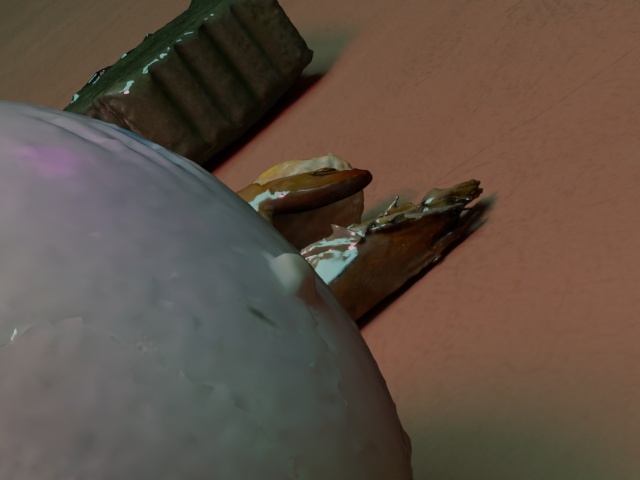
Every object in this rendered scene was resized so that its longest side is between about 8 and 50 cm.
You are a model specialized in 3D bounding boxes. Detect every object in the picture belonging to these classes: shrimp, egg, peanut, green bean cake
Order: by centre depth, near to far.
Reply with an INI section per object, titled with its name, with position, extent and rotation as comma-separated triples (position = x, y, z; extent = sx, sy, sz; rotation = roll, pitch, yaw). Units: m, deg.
[egg]
position = -0.114, 0.119, 0.767
extent = 0.340, 0.354, 0.354
rotation = 14, 47, 33
[shrimp]
position = 0.001, 0.002, 1.162
extent = 0.236, 0.053, 0.133
rotation = -29, 52, -6
[peanut]
position = -0.049, 0.015, 1.220
extent = 0.206, 0.087, 0.087
rotation = -42, 21, -16
[green bean cake]
position = -0.137, -0.156, 1.692
extent = 0.222, 0.125, 0.227
rotation = -45, 20, -19
